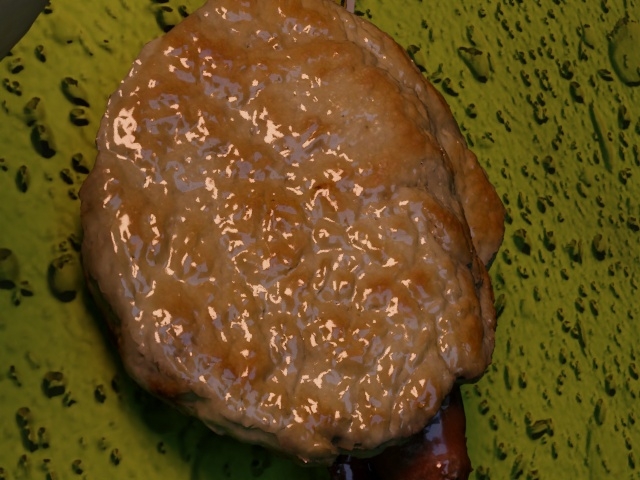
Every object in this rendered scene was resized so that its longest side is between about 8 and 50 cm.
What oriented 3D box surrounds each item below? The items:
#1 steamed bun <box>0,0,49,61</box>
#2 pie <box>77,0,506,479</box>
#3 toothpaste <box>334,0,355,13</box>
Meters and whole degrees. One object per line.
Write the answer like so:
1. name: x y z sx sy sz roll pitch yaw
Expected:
1. steamed bun: -0.245 -0.169 0.501 0.334 0.312 0.233 55 45 -5
2. pie: -0.007 -0.006 0.811 0.257 0.105 0.274 28 58 -23
3. toothpaste: 0.001 -0.194 0.925 0.046 0.034 0.164 24 61 -36
